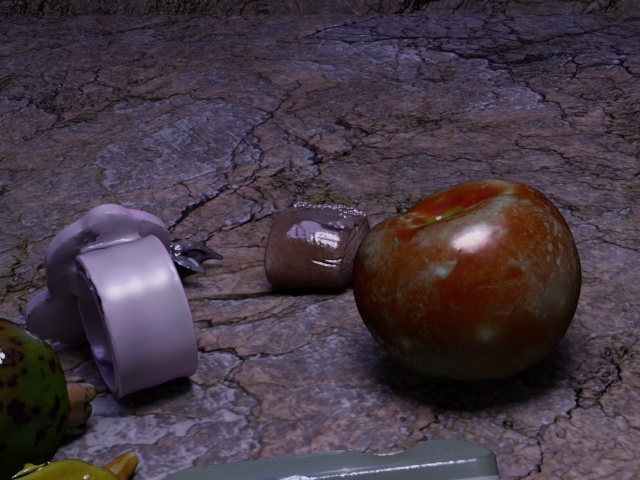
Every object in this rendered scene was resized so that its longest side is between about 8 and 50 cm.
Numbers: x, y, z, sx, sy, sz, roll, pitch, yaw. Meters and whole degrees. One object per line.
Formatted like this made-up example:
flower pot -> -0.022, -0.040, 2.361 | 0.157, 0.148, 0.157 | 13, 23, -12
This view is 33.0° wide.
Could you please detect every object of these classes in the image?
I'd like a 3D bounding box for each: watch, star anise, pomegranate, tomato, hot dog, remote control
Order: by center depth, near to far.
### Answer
remote control -> 0.002, 0.240, 1.063 | 0.335, 0.065, 0.128 | -6, -16, -1
hot dog -> -0.242, 0.271, 1.151 | 0.044, 0.028, 0.137 | -20, 10, 37
pomegranate -> -0.350, 0.182, 1.195 | 0.202, 0.202, 0.248 | 12, 4, 33
tomato -> 0.179, 0.058, 1.292 | 0.270, 0.223, 0.270 | -22, 12, 5
watch -> -0.252, 0.100, 1.361 | 0.211, 0.248, 0.217 | -15, 53, -21
star anise -> -0.255, 0.041, 1.604 | 0.204, 0.061, 0.180 | -2, 25, 7

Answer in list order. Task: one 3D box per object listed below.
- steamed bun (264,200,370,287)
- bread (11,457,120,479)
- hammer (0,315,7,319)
steamed bun -> 0.000, 0.000, 1.583 | 0.145, 0.106, 0.175 | 1, 24, 15
bread -> -0.341, 0.322, 0.968 | 0.383, 0.112, 0.166 | -21, 26, -29
hammer -> -0.491, 0.164, 1.407 | 0.116, 0.069, 0.194 | 5, 35, 20
